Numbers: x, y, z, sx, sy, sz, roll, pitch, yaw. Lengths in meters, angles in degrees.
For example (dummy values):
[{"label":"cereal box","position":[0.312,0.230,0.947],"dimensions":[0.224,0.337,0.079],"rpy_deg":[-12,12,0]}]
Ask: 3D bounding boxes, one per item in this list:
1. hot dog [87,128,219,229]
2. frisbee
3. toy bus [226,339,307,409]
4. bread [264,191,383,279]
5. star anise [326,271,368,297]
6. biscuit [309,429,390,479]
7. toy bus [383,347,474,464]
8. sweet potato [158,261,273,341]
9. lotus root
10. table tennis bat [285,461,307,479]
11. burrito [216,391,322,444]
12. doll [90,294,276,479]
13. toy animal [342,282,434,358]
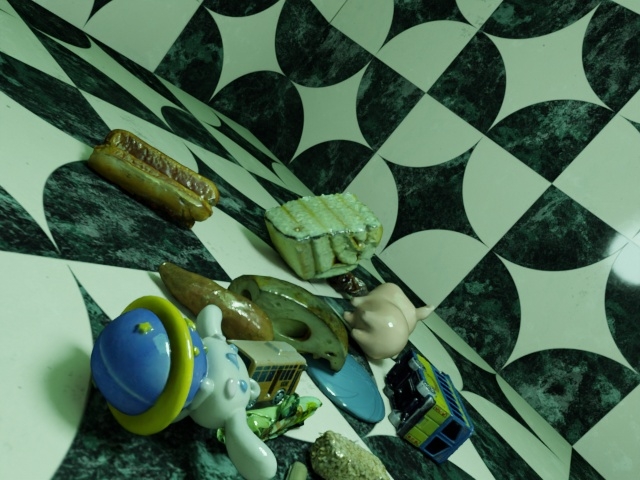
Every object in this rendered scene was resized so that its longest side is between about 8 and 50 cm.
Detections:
[{"label":"hot dog","position":[-0.443,-0.160,1.366],"dimensions":[0.348,0.117,0.158],"rpy_deg":[30,41,-14]},{"label":"frisbee","position":[0.066,0.335,1.293],"dimensions":[0.289,0.049,0.289],"rpy_deg":[39,12,-9]},{"label":"toy bus","position":[-0.108,0.235,0.924],"dimensions":[0.091,0.103,0.182],"rpy_deg":[27,2,31]},{"label":"bread","position":[-0.008,0.005,1.774],"dimensions":[0.395,0.264,0.239],"rpy_deg":[-12,46,-26]},{"label":"star anise","position":[0.081,0.148,1.969],"dimensions":[0.220,0.099,0.214],"rpy_deg":[42,-3,35]},{"label":"biscuit","position":[0.056,0.411,0.924],"dimensions":[0.168,0.070,0.082],"rpy_deg":[37,16,-28]},{"label":"toy bus","position":[0.282,0.438,1.383],"dimensions":[0.175,0.138,0.288],"rpy_deg":[38,12,-8]},{"label":"sweet potato","position":[-0.210,0.134,1.054],"dimensions":[0.291,0.097,0.097],"rpy_deg":[38,11,-10]},{"label":"lotus root","position":[-0.060,0.170,1.203],"dimensions":[0.314,0.142,0.210],"rpy_deg":[26,17,-26]},{"label":"table tennis bat","position":[-0.054,0.400,0.731],"dimensions":[0.138,0.022,0.246],"rpy_deg":[40,12,0]},{"label":"burrito","position":[-0.066,0.297,0.869],"dimensions":[0.054,0.104,0.288],"rpy_deg":[56,17,23]},{"label":"doll","position":[-0.191,0.214,0.705],"dimensions":[0.311,0.159,0.242],"rpy_deg":[49,0,32]},{"label":"toy animal","position":[0.210,0.265,1.662],"dimensions":[0.269,0.237,0.326],"rpy_deg":[27,19,-16]}]
